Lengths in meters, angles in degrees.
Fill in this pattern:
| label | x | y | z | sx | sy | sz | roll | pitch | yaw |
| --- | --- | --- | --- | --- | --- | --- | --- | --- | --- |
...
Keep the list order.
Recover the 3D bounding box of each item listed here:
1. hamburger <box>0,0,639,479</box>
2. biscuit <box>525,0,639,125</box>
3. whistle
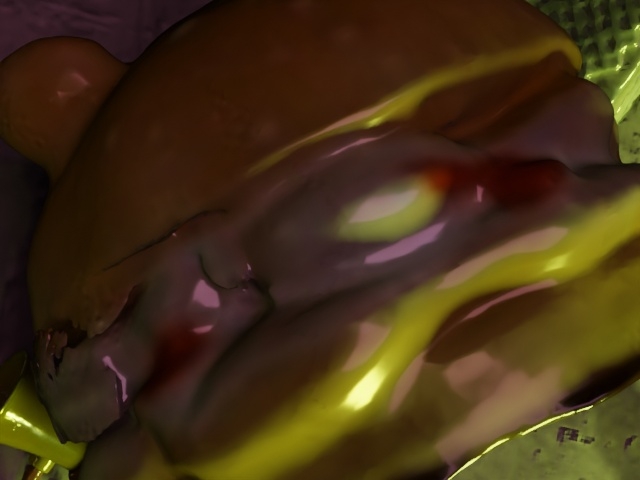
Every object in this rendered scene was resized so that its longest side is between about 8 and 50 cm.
| label | x | y | z | sx | sy | sz | roll | pitch | yaw |
| --- | --- | --- | --- | --- | --- | --- | --- | --- | --- |
| hamburger | 0.000 | 0.000 | 0.663 | 0.276 | 0.276 | 0.236 | -26 | 83 | -20 |
| biscuit | 0.069 | -0.175 | 0.748 | 0.252 | 0.052 | 0.150 | 41 | 110 | 19 |
| whistle | -0.108 | 0.105 | 0.726 | 0.109 | 0.046 | 0.057 | 42 | 58 | -18 |
